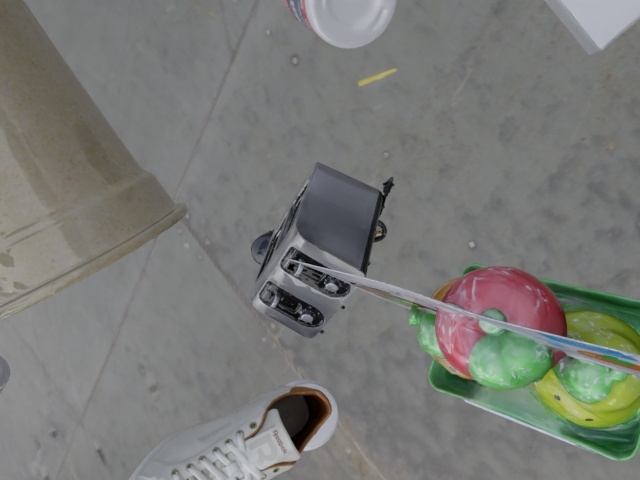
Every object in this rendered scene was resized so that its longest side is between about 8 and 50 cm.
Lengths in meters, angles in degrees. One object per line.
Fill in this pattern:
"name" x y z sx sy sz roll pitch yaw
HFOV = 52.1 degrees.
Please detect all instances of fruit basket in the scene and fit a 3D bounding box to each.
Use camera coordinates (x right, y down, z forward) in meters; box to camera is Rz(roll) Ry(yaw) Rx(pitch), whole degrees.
"fruit basket" 0.183 0.107 0.640 0.326 0.353 0.166 14 87 42

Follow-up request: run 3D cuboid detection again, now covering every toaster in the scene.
"toaster" 0.000 0.006 0.859 0.110 0.186 0.168 27 136 -10

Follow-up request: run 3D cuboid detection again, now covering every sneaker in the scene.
"sneaker" -0.106 0.254 0.780 0.123 0.290 0.106 -28 92 53

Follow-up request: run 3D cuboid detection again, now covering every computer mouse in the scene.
"computer mouse" 0.000 0.000 1.130 0.041 0.241 0.071 -176 74 -81

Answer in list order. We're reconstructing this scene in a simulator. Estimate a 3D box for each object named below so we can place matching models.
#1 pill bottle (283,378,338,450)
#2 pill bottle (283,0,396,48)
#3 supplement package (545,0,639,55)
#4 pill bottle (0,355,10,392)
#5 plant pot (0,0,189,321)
"pill bottle" -0.032 0.304 1.142 0.119 0.119 0.208 60 167 10
"pill bottle" 0.010 -0.303 0.785 0.180 0.107 0.108 -122 37 -56
"supplement package" 0.377 -0.326 0.794 0.179 0.105 0.105 -39 90 19
"pill bottle" -0.499 0.216 0.946 0.065 0.065 0.116 54 125 16
"plant pot" -0.369 -0.094 0.735 0.333 0.333 0.306 -13 108 45
